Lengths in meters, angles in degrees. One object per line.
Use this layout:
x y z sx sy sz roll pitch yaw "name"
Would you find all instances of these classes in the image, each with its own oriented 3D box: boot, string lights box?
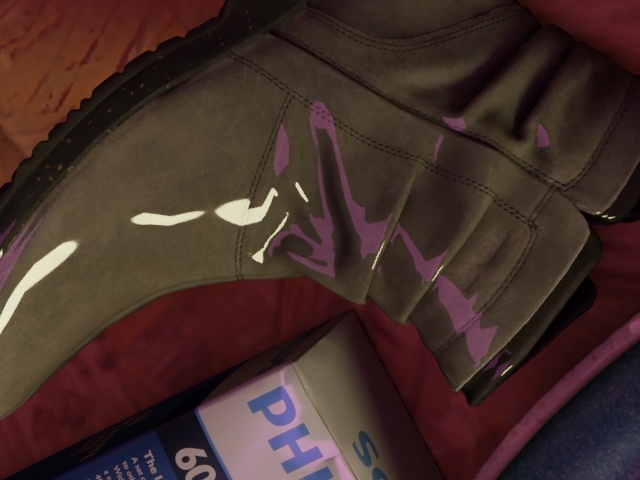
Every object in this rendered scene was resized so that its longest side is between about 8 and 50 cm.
0.000 0.000 0.521 0.161 0.083 0.246 42 80 8 "boot"
-0.074 0.145 0.626 0.260 0.077 0.133 -27 93 21 "string lights box"

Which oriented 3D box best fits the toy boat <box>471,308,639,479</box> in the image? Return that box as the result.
0.207 0.142 0.495 0.267 0.148 0.318 -42 87 22 "toy boat"
